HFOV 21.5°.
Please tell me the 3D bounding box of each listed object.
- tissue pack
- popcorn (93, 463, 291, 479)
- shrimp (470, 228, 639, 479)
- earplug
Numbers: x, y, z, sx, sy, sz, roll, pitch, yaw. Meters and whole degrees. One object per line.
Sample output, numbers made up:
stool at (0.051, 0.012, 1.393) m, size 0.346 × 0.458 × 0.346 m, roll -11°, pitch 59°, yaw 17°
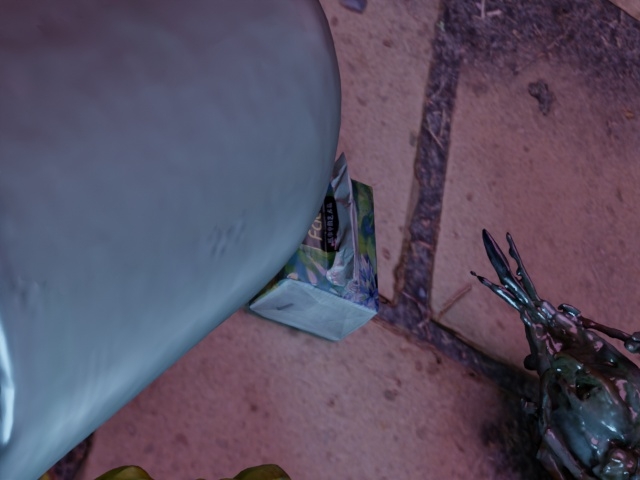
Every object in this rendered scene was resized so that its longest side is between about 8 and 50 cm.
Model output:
tissue pack at (0.000, -0.001, 1.198) m, size 0.085 × 0.079 × 0.111 m, roll 21°, pitch 50°, yaw -30°
popcorn at (-0.073, 0.216, 0.912) m, size 0.155 × 0.197 × 0.198 m, roll 0°, pitch 58°, yaw -7°
shrimp at (0.248, 0.138, 1.246) m, size 0.372 × 0.172 × 0.137 m, roll 57°, pitch 8°, yaw -16°
earplug at (-0.167, -0.053, 0.933) m, size 0.313 × 0.312 × 0.394 m, roll 52°, pitch 39°, yaw 1°
